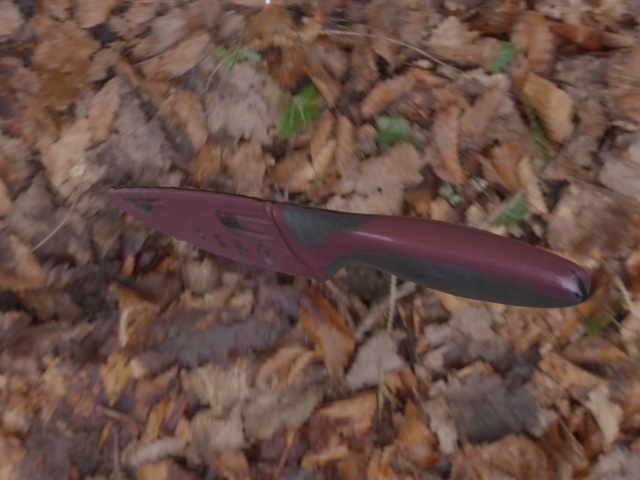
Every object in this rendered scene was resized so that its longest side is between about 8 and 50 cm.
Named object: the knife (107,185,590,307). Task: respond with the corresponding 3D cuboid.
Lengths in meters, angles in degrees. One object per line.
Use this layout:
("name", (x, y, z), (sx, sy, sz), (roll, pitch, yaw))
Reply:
("knife", (0.000, 0.000, 0.604), (0.018, 0.247, 0.035), (-45, 126, -30))
